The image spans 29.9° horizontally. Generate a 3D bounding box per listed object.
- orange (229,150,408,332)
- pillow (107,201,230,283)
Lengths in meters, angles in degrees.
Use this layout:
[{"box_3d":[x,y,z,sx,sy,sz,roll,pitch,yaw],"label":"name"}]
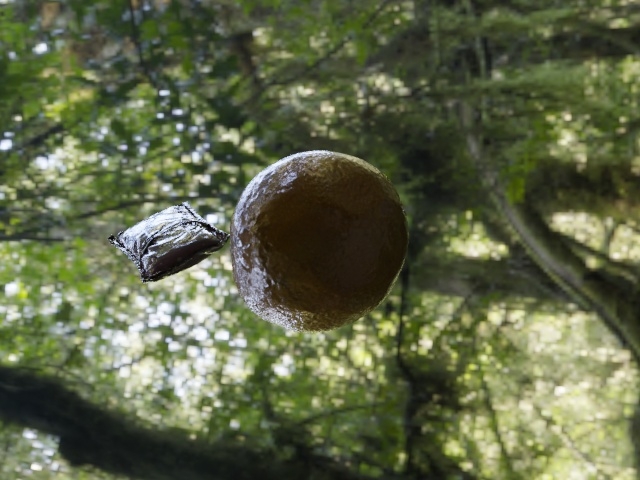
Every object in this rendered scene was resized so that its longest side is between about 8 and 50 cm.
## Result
[{"box_3d":[0.000,0.000,1.677,0.264,0.264,0.264,-4,-85,-56],"label":"orange"},{"box_3d":[-0.183,0.002,1.443,0.118,0.185,0.043,-29,-67,-12],"label":"pillow"}]
